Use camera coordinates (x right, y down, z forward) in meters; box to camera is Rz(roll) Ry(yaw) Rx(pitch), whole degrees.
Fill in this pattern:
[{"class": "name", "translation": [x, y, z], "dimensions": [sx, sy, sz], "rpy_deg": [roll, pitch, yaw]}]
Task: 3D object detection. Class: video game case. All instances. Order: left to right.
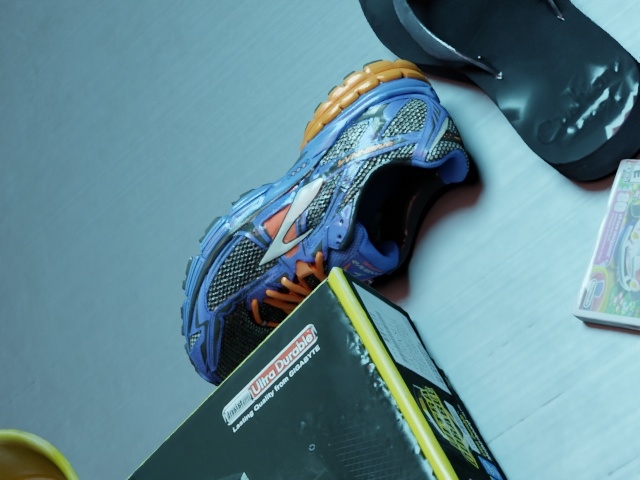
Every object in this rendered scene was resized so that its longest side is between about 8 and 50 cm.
[{"class": "video game case", "translation": [0.184, 0.005, 0.695], "dimensions": [0.122, 0.011, 0.087], "rpy_deg": [8, 73, 47]}]

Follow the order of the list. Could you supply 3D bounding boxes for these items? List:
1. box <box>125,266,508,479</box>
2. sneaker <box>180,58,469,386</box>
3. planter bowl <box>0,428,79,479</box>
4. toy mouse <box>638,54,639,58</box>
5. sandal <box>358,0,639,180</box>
[{"class": "box", "translation": [-0.034, 0.214, 0.741], "dimensions": [0.322, 0.079, 0.257], "rpy_deg": [-45, 44, 16]}, {"class": "sneaker", "translation": [0.000, 0.000, 0.833], "dimensions": [0.221, 0.083, 0.087], "rpy_deg": [-53, 49, 12]}, {"class": "planter bowl", "translation": [-0.155, 0.213, 0.734], "dimensions": [0.217, 0.090, 0.217], "rpy_deg": [-24, 51, 33]}, {"class": "toy mouse", "translation": [0.215, -0.166, 0.745], "dimensions": [0.161, 0.031, 0.143], "rpy_deg": [-37, 44, 20]}, {"class": "sandal", "translation": [0.097, -0.127, 0.826], "dimensions": [0.097, 0.054, 0.254], "rpy_deg": [-53, 41, 7]}]
